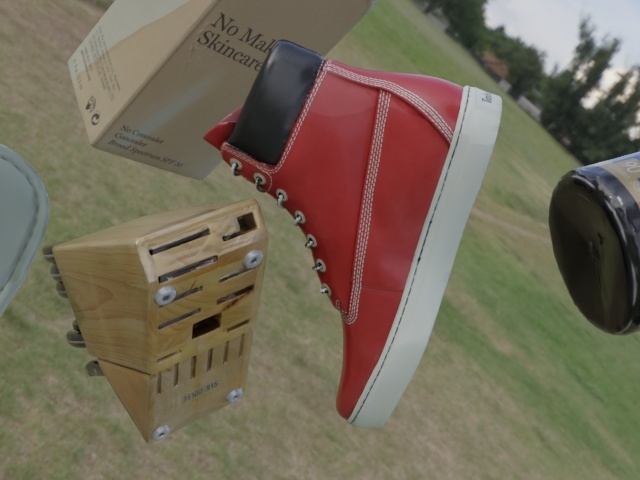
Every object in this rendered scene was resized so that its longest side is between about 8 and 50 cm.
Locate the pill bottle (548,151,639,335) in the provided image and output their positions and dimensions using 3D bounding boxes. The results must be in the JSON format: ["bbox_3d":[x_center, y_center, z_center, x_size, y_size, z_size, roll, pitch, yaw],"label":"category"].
[{"bbox_3d":[0.289,-0.017,0.586,0.123,0.219,0.123,165,-90,-82],"label":"pill bottle"}]

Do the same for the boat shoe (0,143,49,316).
[{"bbox_3d":[-0.197,0.052,0.358,0.081,0.068,0.228,48,42,-30],"label":"boat shoe"}]

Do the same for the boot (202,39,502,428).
[{"bbox_3d":[0.000,0.000,0.543,0.176,0.244,0.088,15,20,3],"label":"boot"}]

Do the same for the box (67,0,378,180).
[{"bbox_3d":[-0.084,-0.209,0.761,0.148,0.311,0.121,14,43,-46],"label":"box"}]

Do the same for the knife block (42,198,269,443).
[{"bbox_3d":[-0.151,0.019,0.640,0.088,0.276,0.242,-23,55,-30],"label":"knife block"}]
